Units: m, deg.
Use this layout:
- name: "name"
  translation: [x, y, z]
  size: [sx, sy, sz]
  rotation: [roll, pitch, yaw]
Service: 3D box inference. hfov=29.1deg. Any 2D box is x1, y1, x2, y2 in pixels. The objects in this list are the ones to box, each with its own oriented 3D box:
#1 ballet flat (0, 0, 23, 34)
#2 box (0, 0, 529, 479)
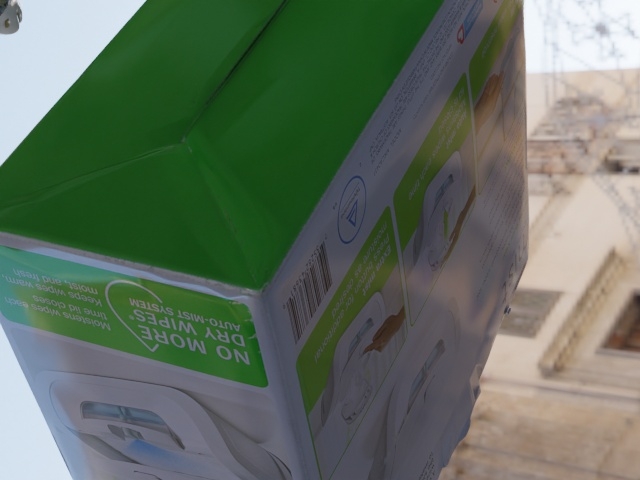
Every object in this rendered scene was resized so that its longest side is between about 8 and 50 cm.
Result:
- name: "ballet flat"
  translation: [-0.219, -0.140, 0.751]
  size: [0.070, 0.188, 0.070]
  rotation: [17, -117, -38]
- name: "box"
  translation: [0.000, 0.000, 0.538]
  size: [0.231, 0.126, 0.262]
  rotation: [80, -149, -44]
